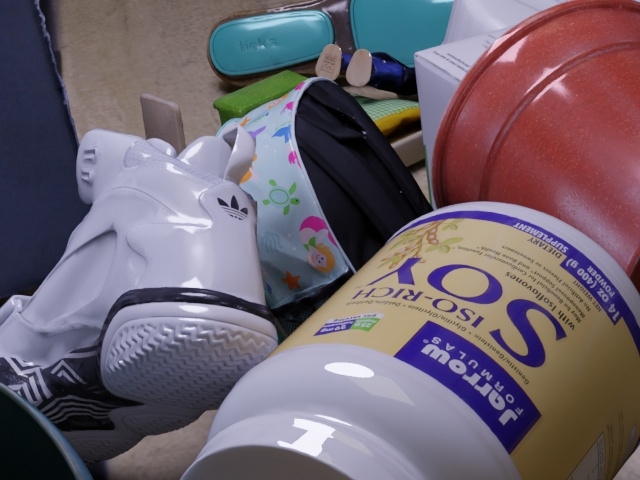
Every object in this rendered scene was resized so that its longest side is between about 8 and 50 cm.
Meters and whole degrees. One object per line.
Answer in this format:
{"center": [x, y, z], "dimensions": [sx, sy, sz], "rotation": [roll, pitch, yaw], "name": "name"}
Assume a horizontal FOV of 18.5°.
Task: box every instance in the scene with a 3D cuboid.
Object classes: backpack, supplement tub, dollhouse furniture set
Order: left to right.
{"center": [-0.018, -0.137, 2.040], "dimensions": [0.301, 0.151, 0.197], "rotation": [-26, 31, -33], "name": "dollhouse furniture set"}
{"center": [0.000, 0.000, 1.645], "dimensions": [0.191, 0.254, 0.225], "rotation": [-21, 22, 21], "name": "backpack"}
{"center": [0.069, 0.141, 1.344], "dimensions": [0.241, 0.241, 0.331], "rotation": [8, 30, 29], "name": "supplement tub"}

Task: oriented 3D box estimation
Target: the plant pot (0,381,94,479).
{"center": [-0.254, 0.227, 1.278], "dimensions": [0.290, 0.290, 0.195], "rotation": [-3, -11, 9], "name": "plant pot"}

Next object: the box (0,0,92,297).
{"center": [-0.498, -0.091, 1.823], "dimensions": [0.479, 0.297, 0.472], "rotation": [-19, 17, -12], "name": "box"}

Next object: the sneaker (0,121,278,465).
{"center": [-0.169, 0.045, 1.517], "dimensions": [0.365, 0.137, 0.210], "rotation": [-22, 55, 41], "name": "sneaker"}

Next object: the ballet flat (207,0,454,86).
{"center": [0.039, -0.236, 2.292], "dimensions": [0.342, 0.116, 0.124], "rotation": [-9, -2, 14], "name": "ballet flat"}

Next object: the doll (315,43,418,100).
{"center": [0.064, -0.184, 2.151], "dimensions": [0.129, 0.046, 0.189], "rotation": [13, 4, 28], "name": "doll"}

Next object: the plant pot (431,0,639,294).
{"center": [0.272, -0.028, 1.640], "dimensions": [0.272, 0.272, 0.265], "rotation": [-17, 35, -17], "name": "plant pot"}

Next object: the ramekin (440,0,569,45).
{"center": [0.258, -0.205, 2.031], "dimensions": [0.277, 0.135, 0.277], "rotation": [3, 41, -3], "name": "ramekin"}

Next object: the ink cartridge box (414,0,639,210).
{"center": [0.243, -0.104, 1.839], "dimensions": [0.278, 0.201, 0.117], "rotation": [-17, 27, -18], "name": "ink cartridge box"}
